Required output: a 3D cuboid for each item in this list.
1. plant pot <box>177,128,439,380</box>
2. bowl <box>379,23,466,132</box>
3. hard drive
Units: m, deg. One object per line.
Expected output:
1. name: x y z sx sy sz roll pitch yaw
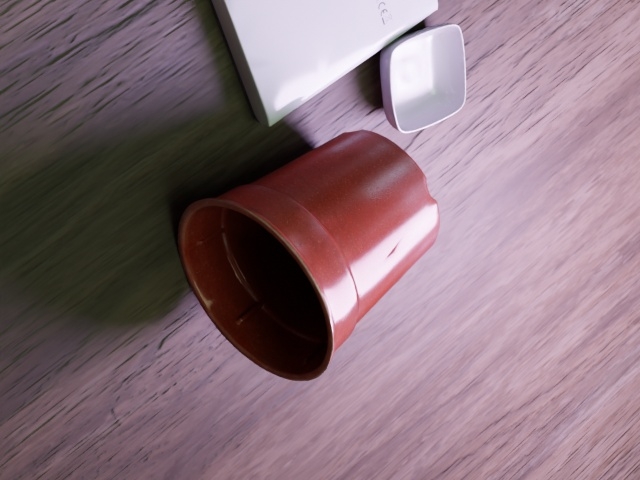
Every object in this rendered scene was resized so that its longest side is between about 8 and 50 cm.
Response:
1. plant pot: 0.000 0.000 1.827 0.265 0.272 0.272 -37 128 -34
2. bowl: 0.139 -0.235 1.973 0.142 0.053 0.142 -25 122 -32
3. hard drive: 0.010 -0.323 1.836 0.318 0.040 0.210 -37 127 -24
